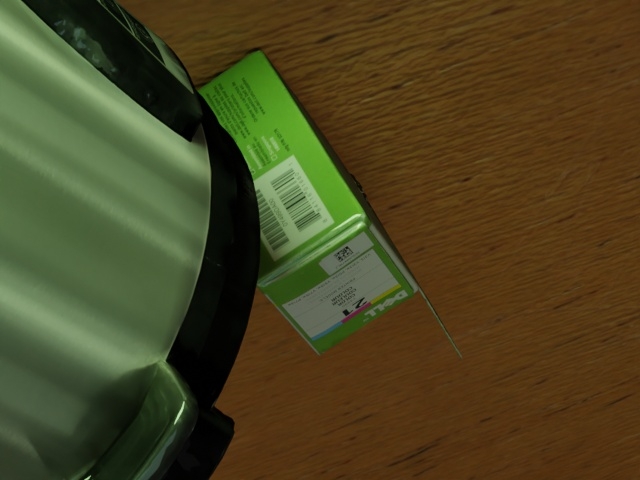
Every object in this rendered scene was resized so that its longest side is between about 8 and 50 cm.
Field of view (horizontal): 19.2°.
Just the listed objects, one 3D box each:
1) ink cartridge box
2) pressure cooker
[{"bbox_3d":[0.000,0.000,1.484,0.097,0.189,0.255,-33,145,3],"label":"ink cartridge box"},{"bbox_3d":[-0.247,0.003,1.136,0.375,0.369,0.420,-21,141,33],"label":"pressure cooker"}]
